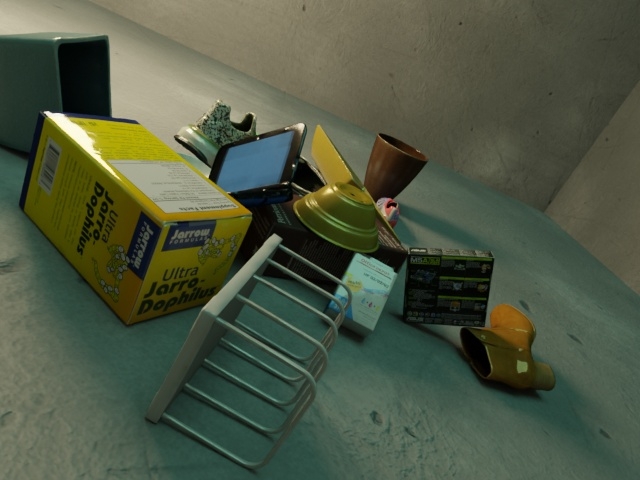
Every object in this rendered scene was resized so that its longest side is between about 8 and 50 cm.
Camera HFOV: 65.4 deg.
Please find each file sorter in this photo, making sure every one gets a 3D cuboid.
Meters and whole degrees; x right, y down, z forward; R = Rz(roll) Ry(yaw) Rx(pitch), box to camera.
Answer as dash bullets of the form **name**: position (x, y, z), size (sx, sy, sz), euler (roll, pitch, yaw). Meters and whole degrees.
- **file sorter**: position (-0.080, 0.151, 0.728), size (0.173, 0.192, 0.277), euler (32, 23, 1)

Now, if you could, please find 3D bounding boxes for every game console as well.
- **game console**: position (-0.203, -0.148, 1.058), size (0.293, 0.173, 0.250), euler (-6, 2, 39)

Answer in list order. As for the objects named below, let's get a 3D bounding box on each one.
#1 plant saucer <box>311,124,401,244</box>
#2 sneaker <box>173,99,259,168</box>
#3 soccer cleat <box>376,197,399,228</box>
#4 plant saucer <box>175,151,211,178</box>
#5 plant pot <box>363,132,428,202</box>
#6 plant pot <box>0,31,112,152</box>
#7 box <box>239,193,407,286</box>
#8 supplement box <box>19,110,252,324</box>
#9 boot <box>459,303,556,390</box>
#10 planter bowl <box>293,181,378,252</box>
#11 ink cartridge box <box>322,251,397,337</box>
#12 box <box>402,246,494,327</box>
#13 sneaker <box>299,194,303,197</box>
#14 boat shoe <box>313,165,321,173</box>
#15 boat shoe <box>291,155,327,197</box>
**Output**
- **plant saucer**: position (0.092, -0.155, 1.543), size (0.332, 0.081, 0.332), euler (46, 13, -42)
- **sneaker**: position (-0.210, -0.257, 1.382), size (0.158, 0.182, 0.410), euler (41, 6, 21)
- **soccer cleat**: position (0.243, -0.111, 1.753), size (0.083, 0.095, 0.248), euler (29, 24, -3)
- **plant saucer**: position (-0.344, -0.172, 1.309), size (0.195, 0.037, 0.195), euler (24, 22, -10)
- **plant pot**: position (0.261, -0.259, 1.912), size (0.216, 0.230, 0.215), euler (24, 23, -11)
- **plant pot**: position (-0.635, -0.335, 1.095), size (0.253, 0.247, 0.247), euler (7, 25, -2)
- **box**: position (0.000, 0.000, 1.201), size (0.382, 0.143, 0.191), euler (10, 29, -32)
- **supplement box**: position (-0.331, -0.053, 0.873), size (0.357, 0.195, 0.194), euler (38, 25, 24)
- **boot**: position (0.427, 0.234, 1.217), size (0.212, 0.104, 0.295), euler (20, 28, -19)
- **planter bowl**: position (0.055, -0.070, 1.121), size (0.217, 0.090, 0.217), euler (24, 23, -11)
- **ink cartridge box**: position (0.092, 0.100, 1.061), size (0.105, 0.061, 0.181), euler (28, 61, 1)
- **box**: position (0.290, 0.109, 1.150), size (0.191, 0.184, 0.045), euler (2, 21, 7)
- **sneaker**: position (0.029, -0.051, 1.373), size (0.276, 0.109, 0.107), euler (13, 27, -32)
- **boat shoe**: position (0.006, -0.202, 1.742), size (0.190, 0.068, 0.072), euler (35, 10, -8)
- **boat shoe**: position (-0.073, -0.221, 1.558), size (0.335, 0.121, 0.119), euler (38, -15, 22)
